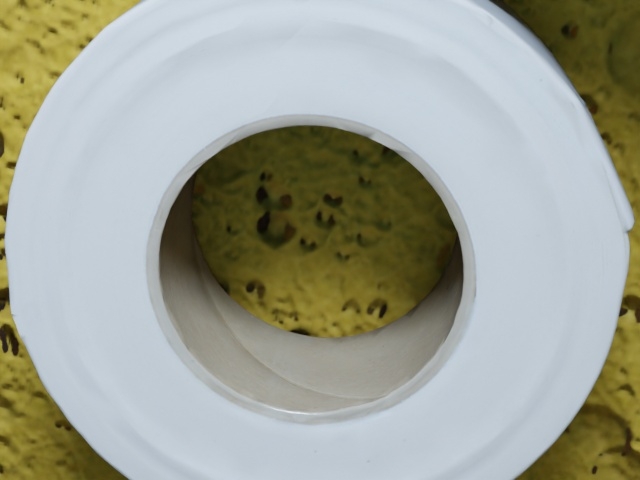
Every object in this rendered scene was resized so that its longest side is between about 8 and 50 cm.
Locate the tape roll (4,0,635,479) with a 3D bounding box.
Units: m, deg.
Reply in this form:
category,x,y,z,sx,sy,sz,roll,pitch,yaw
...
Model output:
category,x,y,z,sx,sy,sz,roll,pitch,yaw
tape roll,0.000,0.000,0.620,0.286,0.100,0.286,1,109,4
